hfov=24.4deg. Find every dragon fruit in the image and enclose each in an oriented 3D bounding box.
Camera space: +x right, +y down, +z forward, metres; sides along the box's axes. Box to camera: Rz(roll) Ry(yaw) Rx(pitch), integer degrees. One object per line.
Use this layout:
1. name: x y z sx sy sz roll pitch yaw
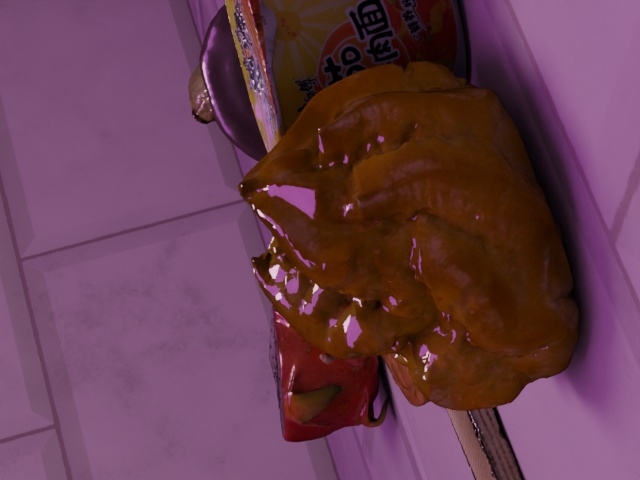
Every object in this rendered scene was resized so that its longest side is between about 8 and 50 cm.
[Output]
1. dragon fruit: 0.011 0.203 2.577 0.290 0.189 0.290 173 90 -84

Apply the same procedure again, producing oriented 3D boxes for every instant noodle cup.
1. instant noodle cup: 0.020 -0.213 1.473 0.264 0.200 0.264 165 90 -83

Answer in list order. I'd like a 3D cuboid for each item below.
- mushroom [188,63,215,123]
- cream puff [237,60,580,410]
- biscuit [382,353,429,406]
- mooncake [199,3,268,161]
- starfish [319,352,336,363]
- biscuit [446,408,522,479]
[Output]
1. mushroom: -0.044 -0.214 2.124 0.267 0.164 0.189 32 -152 -20
2. cream puff: 0.070 0.014 1.345 0.324 0.257 0.291 84 169 -54
3. biscuit: 0.091 0.052 2.054 0.385 0.062 0.365 126 129 -81
4. mooncake: -0.017 -0.201 1.693 0.133 0.245 0.245 -40 -63 -74
5. starfish: -0.011 0.002 2.236 0.327 0.094 0.375 17 -118 -70
6. biscuit: 0.192 0.242 1.757 0.121 0.040 0.199 92 160 -60
